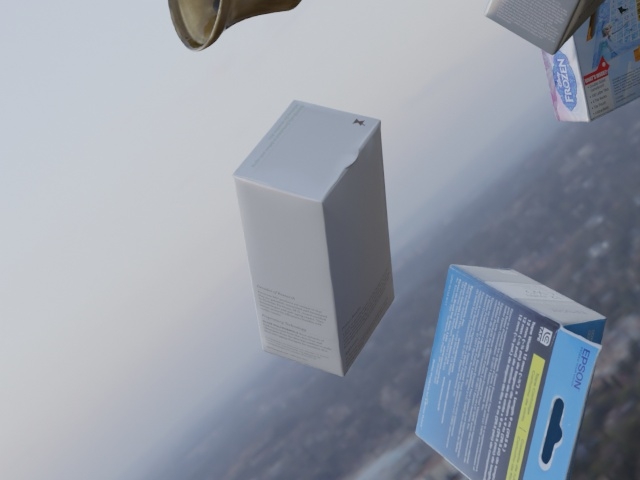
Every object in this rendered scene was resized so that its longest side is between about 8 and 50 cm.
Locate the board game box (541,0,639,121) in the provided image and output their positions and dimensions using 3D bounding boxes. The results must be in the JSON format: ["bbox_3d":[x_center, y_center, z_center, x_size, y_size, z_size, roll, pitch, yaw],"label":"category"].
[{"bbox_3d":[0.392,-0.349,1.768,0.318,0.318,0.066,-25,20,-31],"label":"board game box"}]

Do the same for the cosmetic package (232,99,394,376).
[{"bbox_3d":[0.000,0.000,2.101,0.197,0.155,0.366,-53,-32,-39],"label":"cosmetic package"}]

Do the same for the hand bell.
[{"bbox_3d":[0.013,-0.211,1.087,0.242,0.126,0.126,-5,-21,-26],"label":"hand bell"}]

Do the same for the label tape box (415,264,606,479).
[{"bbox_3d":[0.264,0.196,1.797,0.347,0.115,0.249,31,113,61],"label":"label tape box"}]

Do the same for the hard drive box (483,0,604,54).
[{"bbox_3d":[0.271,-0.329,1.398,0.181,0.089,0.232,-46,-16,-41],"label":"hard drive box"}]
